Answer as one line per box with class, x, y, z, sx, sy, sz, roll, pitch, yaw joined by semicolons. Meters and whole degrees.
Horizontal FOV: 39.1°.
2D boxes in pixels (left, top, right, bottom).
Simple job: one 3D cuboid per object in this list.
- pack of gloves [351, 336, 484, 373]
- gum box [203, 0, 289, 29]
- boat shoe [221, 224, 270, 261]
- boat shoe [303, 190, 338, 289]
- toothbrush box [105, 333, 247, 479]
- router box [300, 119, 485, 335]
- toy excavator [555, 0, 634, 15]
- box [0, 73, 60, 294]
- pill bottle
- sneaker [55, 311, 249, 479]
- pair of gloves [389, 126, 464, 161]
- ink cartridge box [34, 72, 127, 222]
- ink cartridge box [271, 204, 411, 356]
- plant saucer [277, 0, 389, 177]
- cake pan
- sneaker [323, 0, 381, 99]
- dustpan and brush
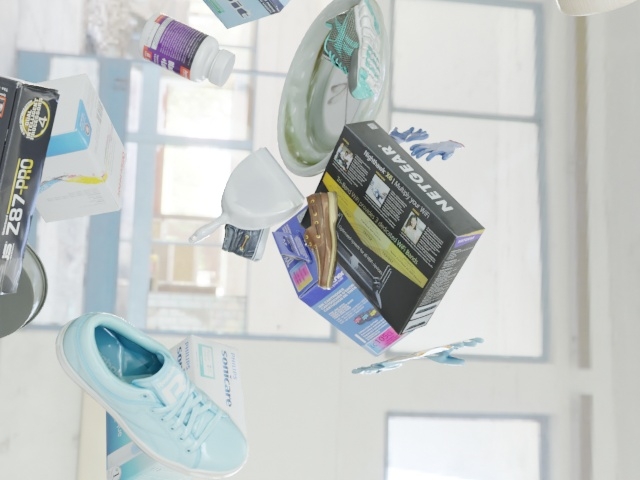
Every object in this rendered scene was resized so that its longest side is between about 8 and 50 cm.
pack of gloves;0.185;0.232;1.694;0.232;0.195;0.046;-25;-102;53
gum box;-0.149;-0.423;1.449;0.041;0.157;0.184;-52;-154;-18
boat shoe;-0.134;-0.055;1.762;0.065;0.083;0.183;159;-54;-73
boat shoe;0.000;0.000;1.560;0.064;0.060;0.178;86;5;-70
toothbrush box;-0.289;0.350;1.771;0.295;0.126;0.216;-32;-129;32
router box;0.117;-0.026;1.609;0.309;0.081;0.243;49;-47;27
toy excavator;0.421;-0.488;1.302;0.222;0.433;0.445;63;-11;-27
box;-0.604;-0.123;1.376;0.097;0.394;0.318;-5;111;-66
pill bottle;-0.287;-0.408;1.957;0.108;0.193;0.108;25;90;-85
sneaker;-0.248;0.246;1.396;0.150;0.366;0.135;-31;-155;58
pair of gloves;0.237;-0.232;2.154;0.198;0.159;0.023;25;-60;34
ink cartridge box;-0.597;-0.211;2.113;0.270;0.197;0.198;73;10;-49
ink cartridge box;0.041;0.084;2.275;0.151;0.395;0.270;-39;-141;11
plant saucer;0.045;-0.316;1.890;0.400;0.100;0.401;-37;-135;49
cake pan;-0.743;0.098;1.949;0.054;0.293;0.293;-99;-165;-62
sneaker;0.040;-0.249;1.217;0.065;0.076;0.167;53;31;-46
dustpan and brush;-0.152;-0.061;1.651;0.147;0.211;0.060;53;-18;20
